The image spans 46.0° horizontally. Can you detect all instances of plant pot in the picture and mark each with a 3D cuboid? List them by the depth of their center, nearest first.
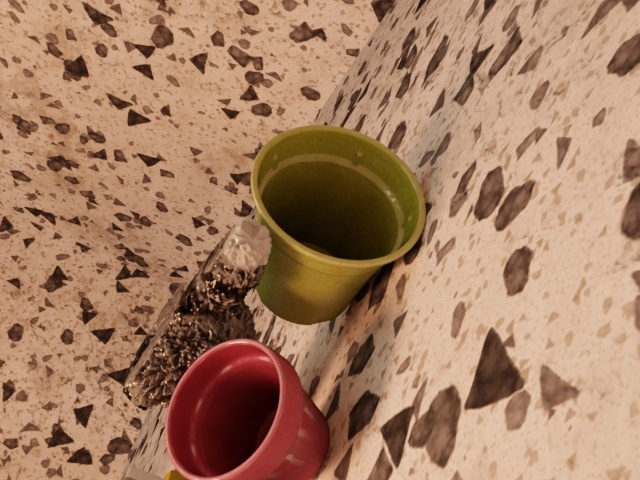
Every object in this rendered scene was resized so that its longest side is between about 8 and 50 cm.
[{"bbox_3d":[-0.086,0.263,1.066,0.201,0.180,0.201,-18,53,26],"label":"plant pot"},{"bbox_3d":[0.000,0.000,1.229,0.254,0.276,0.276,112,175,-49],"label":"plant pot"}]

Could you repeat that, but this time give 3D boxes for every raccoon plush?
[{"bbox_3d":[-0.112,0.199,1.181,0.446,0.299,0.216,-42,20,49],"label":"raccoon plush"}]

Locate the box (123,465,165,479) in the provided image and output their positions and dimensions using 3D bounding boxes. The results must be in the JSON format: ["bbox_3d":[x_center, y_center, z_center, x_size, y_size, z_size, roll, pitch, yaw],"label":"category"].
[{"bbox_3d":[-0.444,0.737,1.721,0.345,0.168,0.215,-62,12,12],"label":"box"}]

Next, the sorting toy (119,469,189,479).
[{"bbox_3d":[-0.263,0.500,1.298,0.041,0.229,0.307,-47,14,22],"label":"sorting toy"}]
